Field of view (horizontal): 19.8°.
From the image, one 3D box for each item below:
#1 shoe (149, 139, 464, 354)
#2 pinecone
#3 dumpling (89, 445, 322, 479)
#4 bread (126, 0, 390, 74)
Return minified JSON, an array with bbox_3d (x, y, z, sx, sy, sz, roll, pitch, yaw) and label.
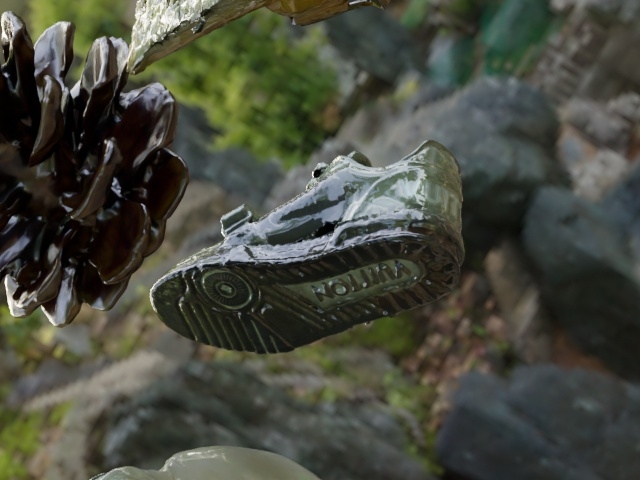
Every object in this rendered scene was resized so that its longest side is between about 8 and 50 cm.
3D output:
[{"bbox_3d":[-0.001,-0.002,1.539,0.293,0.109,0.149,-12,41,31],"label":"shoe"},{"bbox_3d":[-0.238,-0.067,1.400,0.244,0.309,0.244,-30,49,42],"label":"pinecone"},{"bbox_3d":[-0.106,0.325,1.554,0.315,0.395,0.233,-51,52,5],"label":"dumpling"},{"bbox_3d":[0.043,-0.203,1.230,0.248,0.315,0.279,-28,42,65],"label":"bread"}]
